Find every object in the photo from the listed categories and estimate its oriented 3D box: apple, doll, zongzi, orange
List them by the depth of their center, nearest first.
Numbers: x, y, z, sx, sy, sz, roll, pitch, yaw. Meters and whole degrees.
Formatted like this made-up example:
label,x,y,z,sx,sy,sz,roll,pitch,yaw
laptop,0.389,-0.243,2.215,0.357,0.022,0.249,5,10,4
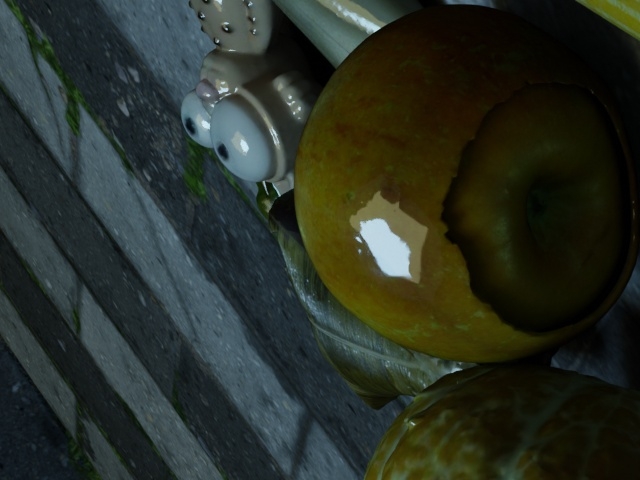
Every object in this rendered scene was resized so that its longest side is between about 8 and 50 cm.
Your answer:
label,x,y,z,sx,sy,sz,roll,pitch,yaw
apple,0.104,-0.033,1.202,0.207,0.237,0.237,23,141,38
orange,0.181,0.216,1.221,0.329,0.329,0.249,18,91,61
zongzi,0.090,0.102,1.513,0.286,0.134,0.288,43,153,43
doll,-0.069,-0.171,1.542,0.154,0.119,0.278,11,125,59

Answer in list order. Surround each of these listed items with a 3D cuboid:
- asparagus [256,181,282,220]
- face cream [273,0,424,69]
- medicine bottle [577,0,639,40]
label,x,y,z,sx,sy,sz,roll,pitch,yaw
asparagus,0.000,0.000,1.674,0.287,0.080,0.080,61,160,-8
face cream,0.034,-0.165,1.374,0.341,0.084,0.137,49,149,8
medicine bottle,0.240,-0.104,0.927,0.426,0.108,0.108,40,153,42
